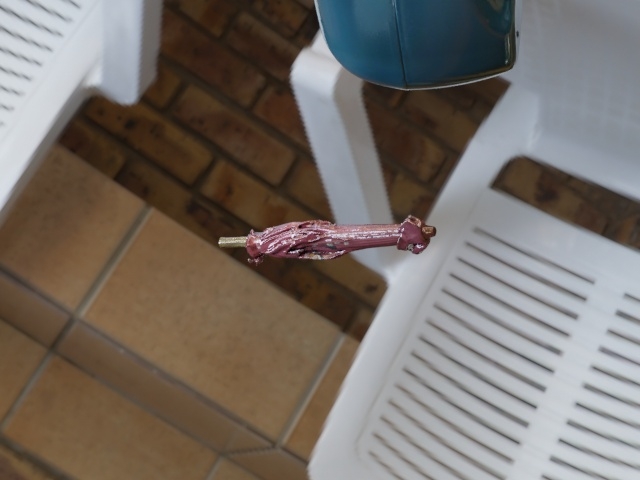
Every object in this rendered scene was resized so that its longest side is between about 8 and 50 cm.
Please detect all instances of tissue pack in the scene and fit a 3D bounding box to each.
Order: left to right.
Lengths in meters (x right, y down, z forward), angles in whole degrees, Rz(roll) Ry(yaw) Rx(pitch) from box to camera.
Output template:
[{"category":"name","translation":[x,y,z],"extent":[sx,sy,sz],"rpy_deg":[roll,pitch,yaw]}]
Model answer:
[{"category":"tissue pack","translation":[0.077,-0.286,1.029],"extent":[0.206,0.198,0.287],"rpy_deg":[-2,130,13]}]

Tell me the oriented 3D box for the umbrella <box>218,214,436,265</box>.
[{"category":"umbrella","translation":[0.000,0.000,0.749],"extent":[0.165,0.027,0.025],"rpy_deg":[-4,-178,31]}]
